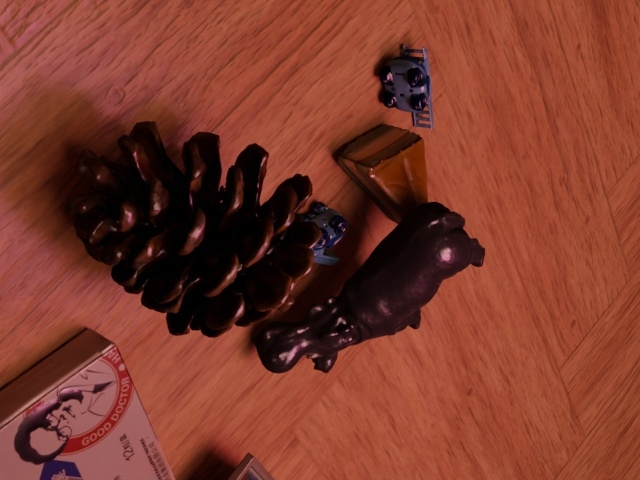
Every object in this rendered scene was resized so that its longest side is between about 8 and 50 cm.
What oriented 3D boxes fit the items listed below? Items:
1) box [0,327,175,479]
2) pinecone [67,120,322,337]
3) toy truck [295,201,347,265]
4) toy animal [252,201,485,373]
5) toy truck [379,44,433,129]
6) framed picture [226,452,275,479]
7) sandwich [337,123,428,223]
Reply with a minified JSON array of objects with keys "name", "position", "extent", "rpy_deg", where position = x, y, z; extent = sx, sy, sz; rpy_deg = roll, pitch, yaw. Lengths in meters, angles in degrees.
[{"name":"box","position":[-0.295,0.303,1.391],"extent":[0.214,0.069,0.353],"rpy_deg":[-37,130,-28]},{"name":"pinecone","position":[-0.140,-0.018,1.279],"extent":[0.309,0.244,0.244],"rpy_deg":[36,82,-36]},{"name":"toy truck","position":[0.000,0.000,1.556],"extent":[0.073,0.056,0.090],"rpy_deg":[-32,142,-26]},{"name":"toy animal","position":[0.075,0.084,1.580],"extent":[0.343,0.106,0.168],"rpy_deg":[-38,150,3]},{"name":"toy truck","position":[0.128,-0.201,1.584],"extent":[0.074,0.063,0.136],"rpy_deg":[-52,144,-43]},{"name":"framed picture","position":[-0.120,0.412,1.606],"extent":[0.184,0.016,0.250],"rpy_deg":[-51,153,-16]},{"name":"sandwich","position":[0.086,-0.065,1.589],"extent":[0.113,0.079,0.163],"rpy_deg":[-30,130,-33]}]
